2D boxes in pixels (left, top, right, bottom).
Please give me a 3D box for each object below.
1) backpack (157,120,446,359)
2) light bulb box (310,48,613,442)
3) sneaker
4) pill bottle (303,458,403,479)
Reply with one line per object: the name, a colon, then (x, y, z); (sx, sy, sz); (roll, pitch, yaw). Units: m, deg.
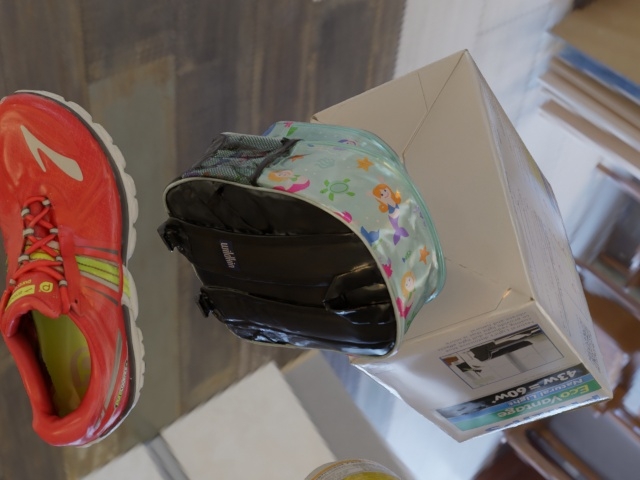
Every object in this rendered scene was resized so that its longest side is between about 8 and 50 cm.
backpack: (0.000, 0.000, 1.021); (0.191, 0.253, 0.225); (-43, 127, -32)
light bulb box: (0.184, 0.024, 1.319); (0.225, 0.358, 0.361); (-20, 147, 19)
sneaker: (-0.197, 0.022, 0.783); (0.107, 0.279, 0.118); (-11, -174, 12)
pill bottle: (0.038, 0.260, 0.917); (0.117, 0.117, 0.208); (-42, -171, -9)
